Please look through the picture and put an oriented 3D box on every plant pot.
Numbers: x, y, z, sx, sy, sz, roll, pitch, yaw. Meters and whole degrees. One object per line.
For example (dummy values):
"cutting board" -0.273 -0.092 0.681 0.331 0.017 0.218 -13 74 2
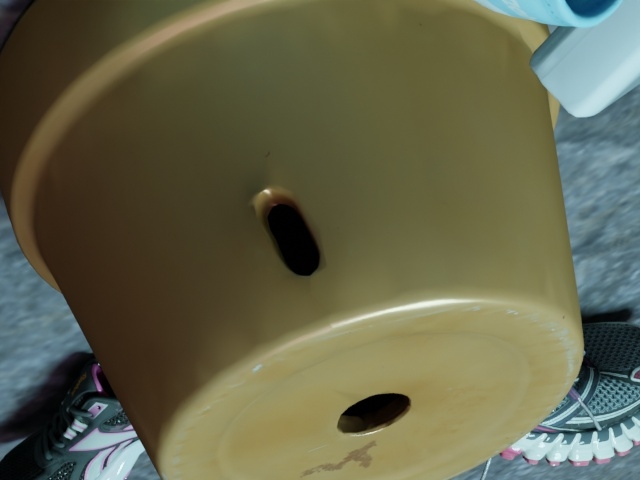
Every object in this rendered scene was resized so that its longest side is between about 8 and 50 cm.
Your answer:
"plant pot" 0.000 0.000 0.697 0.291 0.203 0.291 -13 147 -9

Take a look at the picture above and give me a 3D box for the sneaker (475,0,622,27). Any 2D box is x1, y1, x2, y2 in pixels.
"sneaker" 0.033 -0.135 0.484 0.366 0.150 0.135 -17 161 36

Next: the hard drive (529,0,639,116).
"hard drive" 0.232 -0.185 0.593 0.307 0.040 0.203 -47 171 38

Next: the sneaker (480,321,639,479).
"sneaker" 0.128 0.088 0.987 0.299 0.121 0.112 -4 115 -35

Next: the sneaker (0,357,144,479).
"sneaker" -0.142 0.110 0.935 0.178 0.072 0.077 -32 134 7
